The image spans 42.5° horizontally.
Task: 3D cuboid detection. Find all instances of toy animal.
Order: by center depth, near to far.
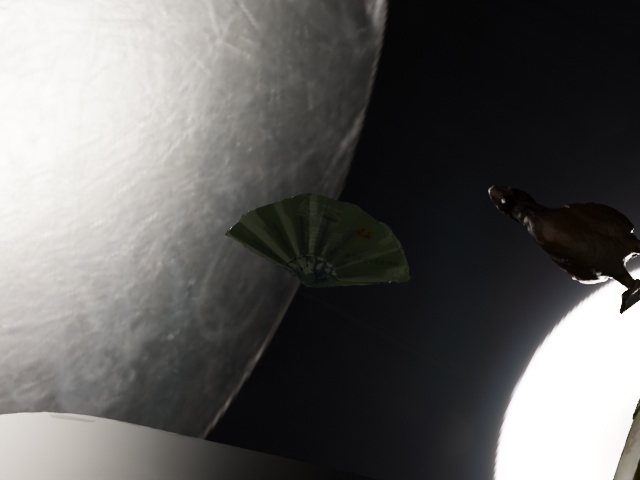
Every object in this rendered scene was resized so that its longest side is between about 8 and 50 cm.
[{"bbox_3d":[0.270,-0.007,0.858,0.188,0.179,0.089,1,119,-55],"label":"toy animal"}]

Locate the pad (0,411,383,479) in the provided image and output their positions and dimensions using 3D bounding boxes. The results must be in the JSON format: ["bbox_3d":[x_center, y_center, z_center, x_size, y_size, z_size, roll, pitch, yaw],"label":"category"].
[{"bbox_3d":[-0.092,0.122,0.279,0.375,0.315,0.063,17,79,-65],"label":"pad"}]

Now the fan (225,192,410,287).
[{"bbox_3d":[0.000,0.000,1.037,0.009,0.240,0.131,89,16,-60],"label":"fan"}]

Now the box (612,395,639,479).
[{"bbox_3d":[0.294,0.223,0.632,0.279,0.153,0.041,-43,173,-48],"label":"box"}]
